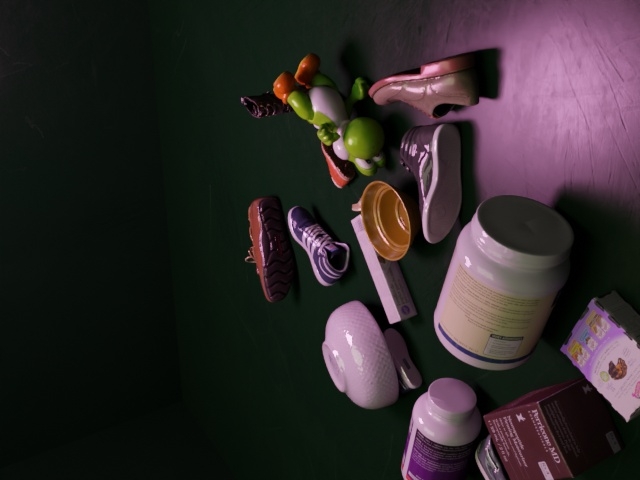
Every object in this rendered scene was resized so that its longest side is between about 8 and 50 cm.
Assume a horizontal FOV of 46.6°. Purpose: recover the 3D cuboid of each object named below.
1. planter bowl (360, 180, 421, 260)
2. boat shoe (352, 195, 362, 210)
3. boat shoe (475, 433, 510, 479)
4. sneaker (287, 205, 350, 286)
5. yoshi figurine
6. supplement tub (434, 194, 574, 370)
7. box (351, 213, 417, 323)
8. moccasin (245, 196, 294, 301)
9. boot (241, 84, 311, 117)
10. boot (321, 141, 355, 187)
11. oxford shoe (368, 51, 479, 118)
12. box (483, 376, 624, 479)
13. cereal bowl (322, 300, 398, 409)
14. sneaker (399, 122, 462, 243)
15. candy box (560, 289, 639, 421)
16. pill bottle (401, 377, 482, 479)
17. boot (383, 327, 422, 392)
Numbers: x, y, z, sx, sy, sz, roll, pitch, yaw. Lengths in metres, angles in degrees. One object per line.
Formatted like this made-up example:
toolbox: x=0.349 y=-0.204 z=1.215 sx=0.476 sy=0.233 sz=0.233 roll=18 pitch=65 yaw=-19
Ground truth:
planter bowl: x=0.205 y=-0.061 z=1.976 sx=0.217 sy=0.090 sz=0.217 roll=35 pitch=132 yaw=49
boat shoe: x=0.138 y=-0.110 z=2.119 sx=0.135 sy=0.050 sz=0.045 roll=-6 pitch=96 yaw=51
boat shoe: x=0.489 y=0.608 z=1.797 sx=0.319 sy=0.116 sz=0.099 roll=57 pitch=152 yaw=37
sneaker: x=0.000 y=0.000 z=2.359 sx=0.282 sy=0.099 sz=0.153 roll=63 pitch=155 yaw=6
yoshi figurine: x=0.051 y=-0.336 z=1.987 sx=0.362 sy=0.203 sz=0.203 roll=47 pitch=113 yaw=2
supplement tub: x=0.387 y=0.091 z=1.581 sx=0.235 sy=0.235 sz=0.325 roll=49 pitch=143 yaw=38
box: x=0.180 y=0.074 z=2.119 sx=0.067 sy=0.063 sz=0.324 roll=-37 pitch=72 yaw=61
moccasin: x=-0.192 y=0.034 z=2.680 sx=0.147 sy=0.139 sz=0.380 roll=-9 pitch=97 yaw=62
boot: x=-0.088 y=-0.390 z=2.179 sx=0.263 sy=0.229 sz=0.091 roll=33 pitch=132 yaw=51
boot: x=0.041 y=-0.231 z=2.218 sx=0.158 sy=0.059 sz=0.084 roll=63 pitch=155 yaw=17
oxford shoe: x=0.235 y=-0.342 z=1.750 sx=0.348 sy=0.123 sz=0.130 roll=2 pitch=111 yaw=62
box: x=0.501 y=0.415 z=1.616 sx=0.168 sy=0.167 sz=0.203 roll=67 pitch=151 yaw=12
cereal bowl: x=0.101 y=0.362 z=2.255 sx=0.339 sy=0.141 sz=0.339 roll=160 pitch=90 yaw=-75
sneaker: x=0.264 y=-0.148 z=1.823 sx=0.147 sy=0.105 sz=0.295 roll=28 pitch=122 yaw=55
candy box: x=0.591 y=0.227 z=1.462 sx=0.196 sy=0.070 sz=0.165 roll=53 pitch=145 yaw=34
pill bottle: x=0.324 y=0.524 z=1.976 sx=0.181 sy=0.181 sz=0.323 roll=44 pitch=140 yaw=42
boot: x=0.222 y=0.357 z=2.184 sx=0.086 sy=0.069 sz=0.190 roll=-44 pitch=67 yaw=52
